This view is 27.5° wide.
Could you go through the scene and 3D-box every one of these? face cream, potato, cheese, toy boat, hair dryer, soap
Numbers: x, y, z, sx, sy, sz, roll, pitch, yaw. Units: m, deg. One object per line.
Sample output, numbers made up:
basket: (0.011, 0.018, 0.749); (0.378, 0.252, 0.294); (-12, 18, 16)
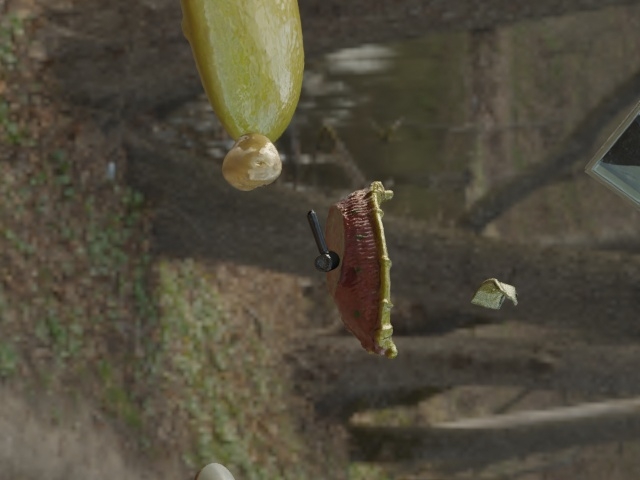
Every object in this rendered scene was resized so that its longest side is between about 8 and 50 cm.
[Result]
face cream: (-0.150, 0.369, 1.916); (0.182, 0.051, 0.072); (178, -79, -76)
potato: (-0.080, -0.091, 1.507); (0.062, 0.068, 0.083); (104, -16, -49)
cheese: (0.290, 0.084, 2.116); (0.084, 0.060, 0.041); (-21, -126, 62)
toy boat: (0.058, 0.025, 1.776); (0.318, 0.099, 0.141); (-89, -160, -47)
hair dryer: (0.000, 0.000, 1.707); (0.047, 0.026, 0.083); (-13, 86, -78)
soap: (-0.110, -0.335, 1.778); (0.306, 0.115, 0.427); (-65, 145, -62)

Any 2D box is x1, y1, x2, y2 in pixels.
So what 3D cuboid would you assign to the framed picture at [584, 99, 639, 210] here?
framed picture: (0.545, -0.110, 2.081); (0.150, 0.203, 0.015); (-53, -176, 23)
